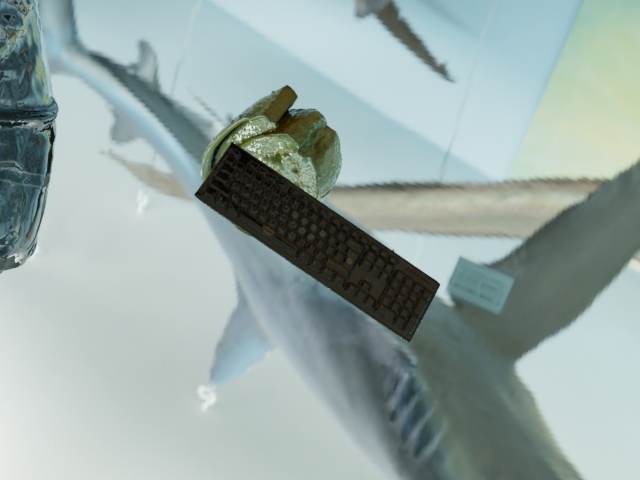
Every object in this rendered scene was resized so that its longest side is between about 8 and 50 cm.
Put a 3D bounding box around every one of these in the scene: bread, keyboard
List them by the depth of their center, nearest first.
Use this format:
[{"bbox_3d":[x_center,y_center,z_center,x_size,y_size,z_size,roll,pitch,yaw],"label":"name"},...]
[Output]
[{"bbox_3d":[0.000,0.000,0.944,0.198,0.010,0.063,34,-125,-5],"label":"keyboard"},{"bbox_3d":[-0.043,-0.073,1.184,0.117,0.156,0.064,54,-138,-2],"label":"bread"}]

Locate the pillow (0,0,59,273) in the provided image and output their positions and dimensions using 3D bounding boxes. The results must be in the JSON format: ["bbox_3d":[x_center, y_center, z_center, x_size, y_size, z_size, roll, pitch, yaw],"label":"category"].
[{"bbox_3d":[-0.183,-0.132,0.582,0.093,0.335,0.161,-13,-136,-14],"label":"pillow"}]
